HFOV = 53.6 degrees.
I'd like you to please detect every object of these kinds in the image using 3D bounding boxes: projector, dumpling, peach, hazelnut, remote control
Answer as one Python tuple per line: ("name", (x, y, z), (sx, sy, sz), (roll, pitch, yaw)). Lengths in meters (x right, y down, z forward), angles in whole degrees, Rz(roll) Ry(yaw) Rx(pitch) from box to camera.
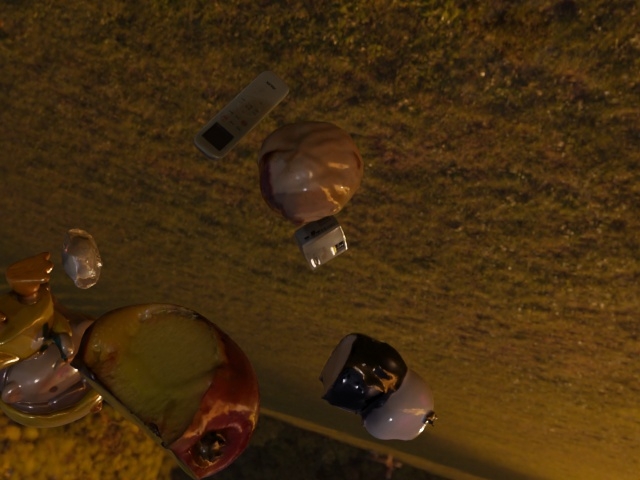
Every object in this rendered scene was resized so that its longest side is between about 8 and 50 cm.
("projector", (0.000, 0.000, 1.613), (0.115, 0.061, 0.147), (-29, 153, -5))
("dumpling", (-0.336, 0.025, 0.905), (0.057, 0.076, 0.052), (-13, 144, -44))
("peach", (-0.179, 0.174, 0.780), (0.267, 0.159, 0.154), (18, 140, 40))
("hazelnut", (-0.023, -0.154, 1.477), (0.261, 0.261, 0.241), (6, 145, 25))
("remote control", (-0.194, -0.311, 1.570), (0.090, 0.309, 0.038), (42, 151, -2))

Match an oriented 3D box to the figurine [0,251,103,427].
("figurine", (-0.452, 0.173, 1.041), (0.187, 0.215, 0.344), (42, 151, 27))

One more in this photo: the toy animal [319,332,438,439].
("toy animal", (0.170, 0.416, 1.753), (0.309, 0.251, 0.251), (31, 159, -10))
